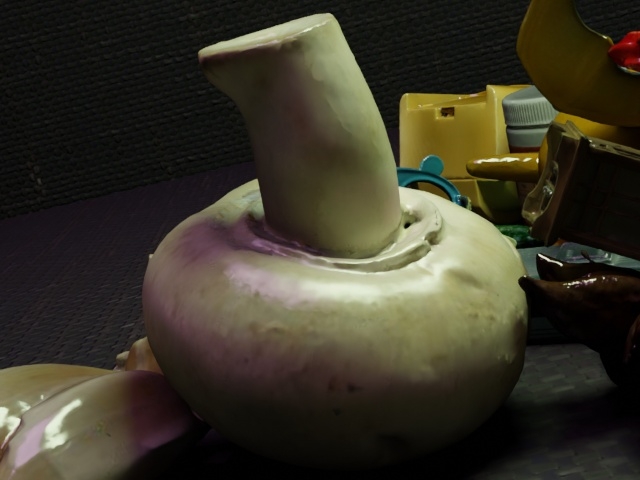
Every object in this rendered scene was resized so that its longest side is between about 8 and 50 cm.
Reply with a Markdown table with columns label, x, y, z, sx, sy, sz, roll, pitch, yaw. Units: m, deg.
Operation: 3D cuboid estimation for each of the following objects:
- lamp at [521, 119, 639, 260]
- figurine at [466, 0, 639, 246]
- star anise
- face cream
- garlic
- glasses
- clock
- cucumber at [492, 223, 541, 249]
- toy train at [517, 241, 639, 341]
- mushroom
| label | x | y | z | sx | sy | sz | roll | pitch | yaw |
| --- | --- | --- | --- | --- | --- | --- | --- | --- | --- |
| lamp | 0.324 | -0.005 | 0.882 | 0.326 | 0.090 | 0.089 | 17 | 15 | 1 |
| figurine | 0.343 | -0.122 | 1.141 | 0.387 | 0.401 | 0.268 | -52 | 15 | 52 |
| star anise | 0.268 | 0.081 | 0.884 | 0.272 | 0.102 | 0.272 | 12 | 13 | -3 |
| face cream | 0.340 | -0.107 | 1.446 | 0.201 | 0.187 | 0.201 | -13 | 11 | 3 |
| garlic | -0.250 | 0.169 | 0.968 | 0.325 | 0.132 | 0.279 | -17 | 3 | -44 |
| glasses | 0.123 | -0.008 | 1.404 | 0.239 | 0.102 | 0.207 | -6 | 36 | -34 |
| clock | 0.300 | -0.137 | 1.688 | 0.317 | 0.200 | 0.244 | -11 | 11 | -33 |
| cucumber | 0.231 | -0.001 | 1.449 | 0.037 | 0.037 | 0.155 | -19 | 11 | -24 |
| toy train | 0.170 | 0.053 | 1.139 | 0.410 | 0.089 | 0.086 | -6 | 19 | 31 |
| mushroom | -0.013 | 0.032 | 0.931 | 0.315 | 0.356 | 0.315 | -49 | 9 | 11 |
